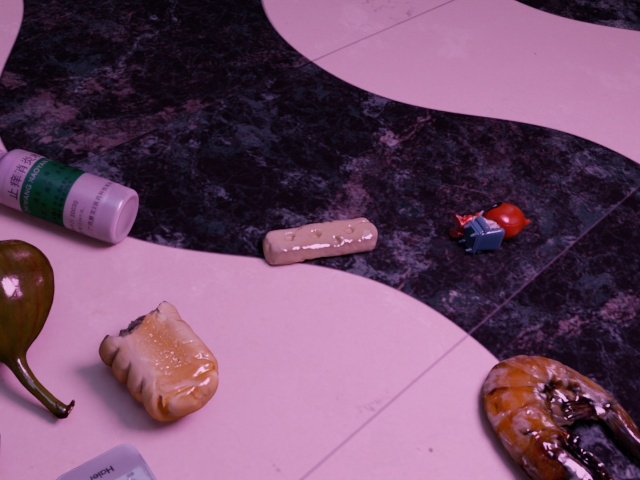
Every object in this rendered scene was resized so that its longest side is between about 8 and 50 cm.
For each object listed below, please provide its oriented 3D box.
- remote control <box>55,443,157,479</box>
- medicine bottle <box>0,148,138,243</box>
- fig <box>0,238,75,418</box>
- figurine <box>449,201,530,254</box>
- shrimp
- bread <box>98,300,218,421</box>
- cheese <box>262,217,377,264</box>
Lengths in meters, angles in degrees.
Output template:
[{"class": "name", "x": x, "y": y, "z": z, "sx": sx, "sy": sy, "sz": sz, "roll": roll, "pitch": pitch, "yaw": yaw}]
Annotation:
[{"class": "remote control", "x": -0.189, "y": 0.365, "z": 0.914, "sx": 0.103, "sy": 0.051, "sz": 0.293, "roll": -24, "pitch": 59, "yaw": -32}, {"class": "medicine bottle", "x": -0.418, "y": -0.077, "z": 1.265, "sx": 0.260, "sy": 0.095, "sz": 0.095, "roll": 18, "pitch": 44, "yaw": 6}, {"class": "fig", "x": -0.410, "y": 0.126, "z": 1.074, "sx": 0.151, "sy": 0.151, "sz": 0.259, "roll": -15, "pitch": 79, "yaw": -27}, {"class": "figurine", "x": 0.300, "y": -0.026, "z": 1.411, "sx": 0.140, "sy": 0.068, "sz": 0.075, "roll": -16, "pitch": 49, "yaw": -25}, {"class": "shrimp", "x": 0.379, "y": 0.291, "z": 1.123, "sx": 0.233, "sy": 0.071, "sz": 0.365, "roll": -13, "pitch": 45, "yaw": -32}, {"class": "bread", "x": -0.213, "y": 0.163, "z": 1.083, "sx": 0.119, "sy": 0.084, "sz": 0.177, "roll": -27, "pitch": 58, "yaw": -32}, {"class": "cheese", "x": 0.000, "y": 0.000, "z": 1.331, "sx": 0.194, "sy": 0.043, "sz": 0.065, "roll": -10, "pitch": 44, "yaw": -21}]
